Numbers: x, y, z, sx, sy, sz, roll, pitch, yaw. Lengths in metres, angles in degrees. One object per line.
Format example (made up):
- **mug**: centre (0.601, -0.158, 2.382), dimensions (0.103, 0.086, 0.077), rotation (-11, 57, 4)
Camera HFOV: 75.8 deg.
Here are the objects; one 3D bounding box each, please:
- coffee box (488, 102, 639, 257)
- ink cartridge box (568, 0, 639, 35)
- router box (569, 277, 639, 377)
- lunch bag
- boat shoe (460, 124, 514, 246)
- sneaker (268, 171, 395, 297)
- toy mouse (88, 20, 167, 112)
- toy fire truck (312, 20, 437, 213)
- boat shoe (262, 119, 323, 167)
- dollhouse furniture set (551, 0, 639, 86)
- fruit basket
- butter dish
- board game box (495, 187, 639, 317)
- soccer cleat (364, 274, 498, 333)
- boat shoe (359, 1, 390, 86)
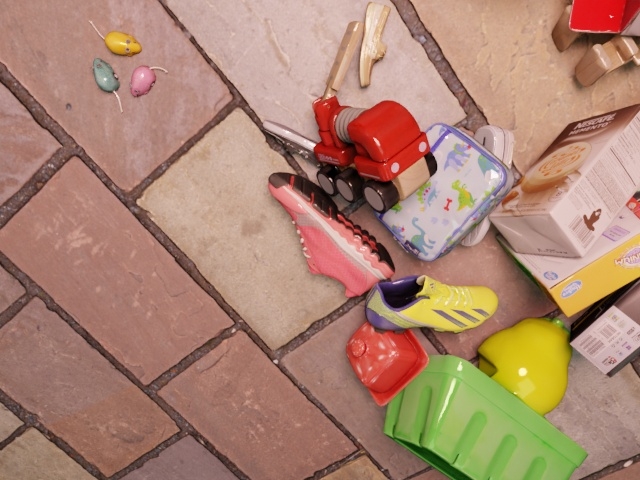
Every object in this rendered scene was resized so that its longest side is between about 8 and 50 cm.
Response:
- **coffee box**: centre (0.424, -0.095, 0.684), dimensions (0.246, 0.141, 0.098), rotation (-46, 103, -10)
- **ink cartridge box**: centre (0.510, -0.441, 0.527), dimensions (0.271, 0.130, 0.310), rotation (10, 90, 18)
- **router box**: centre (0.595, 0.092, 0.736), dimensions (0.081, 0.242, 0.309), rotation (46, 111, 25)
- **lunch bag**: centre (0.208, -0.084, 0.737), dimensions (0.176, 0.090, 0.219), rotation (50, 120, 23)
- **boat shoe**: centre (0.317, -0.097, 0.769), dimensions (0.075, 0.083, 0.227), rotation (-3, 114, -25)
- **sneaker**: centre (0.000, 0.000, 0.809), dimensions (0.313, 0.116, 0.136), rotation (42, 109, -11)
- **toy mouse**: centre (-0.370, -0.308, 0.765), dimensions (0.160, 0.031, 0.143), rotation (19, 110, -3)
- **toy fire truck**: centre (0.067, -0.200, 0.660), dimensions (0.158, 0.217, 0.247), rotation (-37, 122, -16)
- **boat shoe**: centre (-0.048, -0.183, 0.781), dimensions (0.142, 0.049, 0.040), rotation (25, 110, -8)
- **dollhouse furniture set**: centre (0.537, -0.312, 0.672), dimensions (0.212, 0.161, 0.242), rotation (-29, 84, 13)
- **fruit basket**: centre (0.363, 0.324, 0.868), dimensions (0.391, 0.283, 0.393), rotation (6, 74, -21)
- **butter dish**: centre (0.111, 0.230, 0.850), dimensions (0.118, 0.160, 0.160), rotation (25, 113, -39)
- **board game box**: centre (0.489, -0.035, 0.696), dimensions (0.316, 0.242, 0.064), rotation (-37, 105, 16)
- **soccer cleat**: centre (0.230, 0.119, 0.817), dimensions (0.288, 0.094, 0.121), rotation (-3, 128, -10)
- **boat shoe**: centre (0.094, -0.337, 0.713), dimensions (0.045, 0.050, 0.136), rotation (8, 110, 6)
